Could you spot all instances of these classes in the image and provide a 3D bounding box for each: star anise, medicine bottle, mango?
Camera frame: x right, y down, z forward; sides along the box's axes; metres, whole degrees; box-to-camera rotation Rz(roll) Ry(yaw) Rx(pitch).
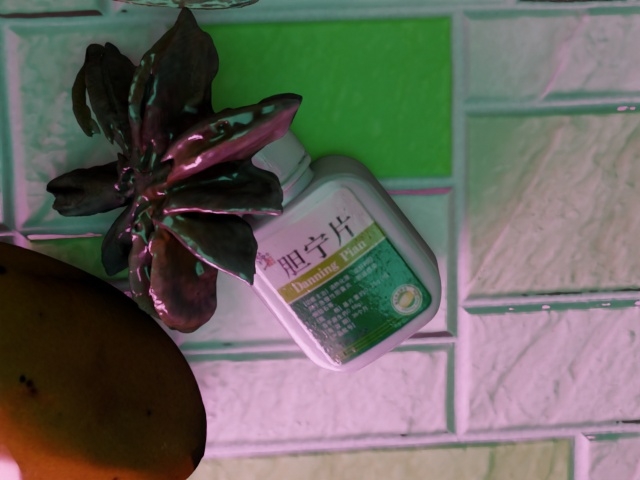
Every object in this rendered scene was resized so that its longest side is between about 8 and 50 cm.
[{"bbox_3d":[-0.106,-0.042,1.311,0.229,0.093,0.236,2,107,35],"label":"star anise"},{"bbox_3d":[0.000,0.000,1.378,0.119,0.069,0.183,-34,106,12],"label":"medicine bottle"},{"bbox_3d":[-0.206,0.107,1.332,0.152,0.201,0.287,-9,148,38],"label":"mango"}]

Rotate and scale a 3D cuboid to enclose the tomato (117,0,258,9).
[{"bbox_3d":[-0.096,-0.269,1.259,0.236,0.095,0.237,-2,124,-3],"label":"tomato"}]
